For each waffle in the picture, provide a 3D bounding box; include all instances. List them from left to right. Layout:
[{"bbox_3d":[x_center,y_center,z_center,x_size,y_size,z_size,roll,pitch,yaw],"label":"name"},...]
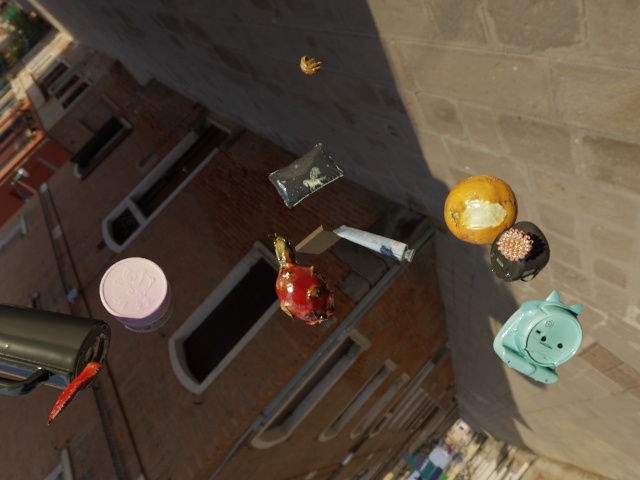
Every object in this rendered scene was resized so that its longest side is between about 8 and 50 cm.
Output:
[{"bbox_3d":[0.480,0.012,1.070,0.075,0.029,0.083,50,137,14],"label":"waffle"}]

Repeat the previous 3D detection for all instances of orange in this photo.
[{"bbox_3d":[0.538,-0.103,1.454,0.240,0.240,0.240,42,174,5],"label":"orange"}]

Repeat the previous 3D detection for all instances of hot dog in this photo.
[{"bbox_3d":[-0.023,-0.476,1.175,0.058,0.035,0.083,28,-148,1],"label":"hot dog"}]

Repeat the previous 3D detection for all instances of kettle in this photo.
[{"bbox_3d":[-0.786,0.314,1.184,0.308,0.262,0.203,13,140,-3],"label":"kettle"}]

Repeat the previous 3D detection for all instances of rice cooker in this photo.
[{"bbox_3d":[0.554,0.036,1.207,0.203,0.118,0.142,79,167,-53],"label":"rice cooker"}]

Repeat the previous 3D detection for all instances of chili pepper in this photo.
[{"bbox_3d":[-0.561,0.339,0.989,0.045,0.178,0.027,-8,123,29],"label":"chili pepper"}]

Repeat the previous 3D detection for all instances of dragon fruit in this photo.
[{"bbox_3d":[-0.058,0.090,1.042,0.125,0.125,0.246,-15,-100,-59],"label":"dragon fruit"}]

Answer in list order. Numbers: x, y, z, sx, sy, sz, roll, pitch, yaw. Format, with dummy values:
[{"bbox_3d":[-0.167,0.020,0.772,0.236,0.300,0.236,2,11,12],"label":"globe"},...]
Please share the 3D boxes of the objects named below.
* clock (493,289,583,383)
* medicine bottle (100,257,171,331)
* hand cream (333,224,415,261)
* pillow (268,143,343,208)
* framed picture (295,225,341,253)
[{"bbox_3d":[0.694,0.292,1.337,0.223,0.274,0.094,25,-165,-11],"label":"clock"},{"bbox_3d":[-0.606,0.193,1.458,0.202,0.202,0.316,42,157,1],"label":"medicine bottle"},{"bbox_3d":[0.179,0.005,1.429,0.271,0.058,0.091,21,-154,21],"label":"hand cream"},{"bbox_3d":[-0.048,-0.208,1.389,0.141,0.208,0.055,56,178,14],"label":"pillow"},{"bbox_3d":[0.000,0.000,1.679,0.128,0.168,0.023,9,-126,-42],"label":"framed picture"}]
